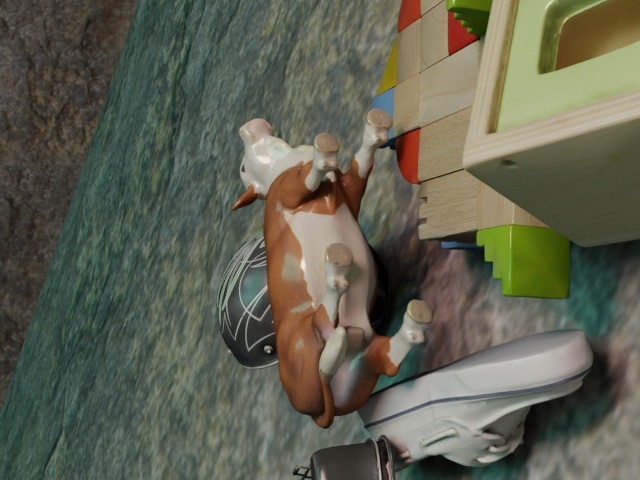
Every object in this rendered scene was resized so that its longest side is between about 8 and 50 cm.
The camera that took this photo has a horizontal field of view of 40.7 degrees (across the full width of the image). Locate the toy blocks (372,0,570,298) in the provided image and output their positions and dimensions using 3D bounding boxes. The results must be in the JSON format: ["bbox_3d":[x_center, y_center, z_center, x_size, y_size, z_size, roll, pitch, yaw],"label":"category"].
[{"bbox_3d":[0.134,-0.139,0.723,0.261,0.191,0.381,166,106,-70],"label":"toy blocks"}]

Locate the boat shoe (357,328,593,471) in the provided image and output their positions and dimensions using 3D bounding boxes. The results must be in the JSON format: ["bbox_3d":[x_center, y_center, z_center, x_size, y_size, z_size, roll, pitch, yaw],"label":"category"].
[{"bbox_3d":[0.124,0.135,0.681,0.258,0.095,0.084,-36,75,59],"label":"boat shoe"}]

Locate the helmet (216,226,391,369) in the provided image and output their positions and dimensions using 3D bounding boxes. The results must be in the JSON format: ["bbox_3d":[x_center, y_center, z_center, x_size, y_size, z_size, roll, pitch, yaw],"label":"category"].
[{"bbox_3d":[-0.026,0.058,0.905,0.169,0.162,0.169,-40,41,47],"label":"helmet"}]

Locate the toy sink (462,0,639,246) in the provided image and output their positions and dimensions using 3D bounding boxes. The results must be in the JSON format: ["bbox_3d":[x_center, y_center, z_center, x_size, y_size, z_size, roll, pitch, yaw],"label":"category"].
[{"bbox_3d":[0.190,-0.134,0.490,0.153,0.131,0.234,-12,57,51],"label":"toy sink"}]

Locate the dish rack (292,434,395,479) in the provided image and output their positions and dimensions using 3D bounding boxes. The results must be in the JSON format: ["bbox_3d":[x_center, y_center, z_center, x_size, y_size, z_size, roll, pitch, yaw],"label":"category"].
[{"bbox_3d":[0.008,0.306,0.754,0.271,0.074,0.208,109,161,-58],"label":"dish rack"}]

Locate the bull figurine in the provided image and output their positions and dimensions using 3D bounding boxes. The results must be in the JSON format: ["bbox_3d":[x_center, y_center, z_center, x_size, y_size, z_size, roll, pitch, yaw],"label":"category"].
[{"bbox_3d":[0.000,0.000,0.753,0.188,0.101,0.310,124,138,-54],"label":"bull figurine"}]
